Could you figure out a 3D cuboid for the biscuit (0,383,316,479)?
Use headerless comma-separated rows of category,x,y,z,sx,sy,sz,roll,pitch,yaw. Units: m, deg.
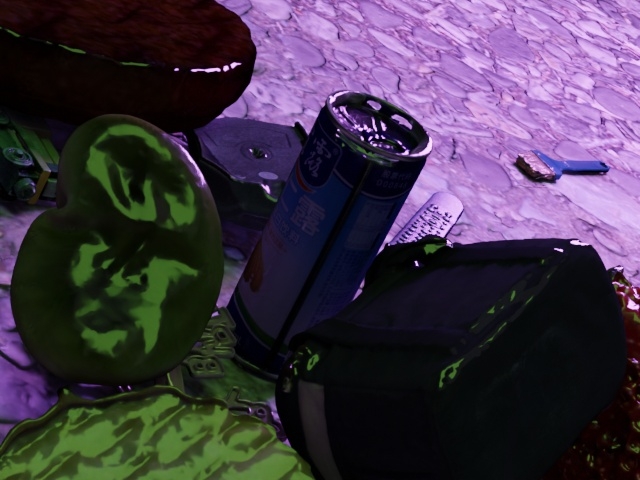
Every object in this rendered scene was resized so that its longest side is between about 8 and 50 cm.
biscuit,-0.087,0.188,0.978,0.273,0.036,0.187,30,54,4

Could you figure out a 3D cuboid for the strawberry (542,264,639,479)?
strawberry,0.224,0.140,1.234,0.106,0.188,0.286,5,42,-14

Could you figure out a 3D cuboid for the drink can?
drink can,0.000,0.000,1.207,0.097,0.235,0.097,19,30,-12

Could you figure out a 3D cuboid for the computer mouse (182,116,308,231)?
computer mouse,-0.065,-0.062,1.428,0.126,0.071,0.231,0,24,-17

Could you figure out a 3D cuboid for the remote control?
remote control,0.111,-0.010,1.532,0.043,0.027,0.152,37,32,5

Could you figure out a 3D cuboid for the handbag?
handbag,0.100,0.106,1.133,0.181,0.181,0.254,2,32,44

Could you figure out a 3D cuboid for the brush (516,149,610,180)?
brush,0.304,-0.092,1.833,0.164,0.014,0.051,-1,41,-42

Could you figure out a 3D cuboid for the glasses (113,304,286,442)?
glasses,-0.111,0.083,1.130,0.162,0.095,0.255,4,39,-37

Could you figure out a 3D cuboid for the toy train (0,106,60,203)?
toy train,-0.265,-0.074,1.304,0.081,0.050,0.122,10,32,-44

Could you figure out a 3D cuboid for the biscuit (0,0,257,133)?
biscuit,-0.263,-0.216,1.462,0.407,0.091,0.407,17,22,-7

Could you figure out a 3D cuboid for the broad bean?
broad bean,-0.143,0.013,1.071,0.153,0.072,0.207,6,65,-12
